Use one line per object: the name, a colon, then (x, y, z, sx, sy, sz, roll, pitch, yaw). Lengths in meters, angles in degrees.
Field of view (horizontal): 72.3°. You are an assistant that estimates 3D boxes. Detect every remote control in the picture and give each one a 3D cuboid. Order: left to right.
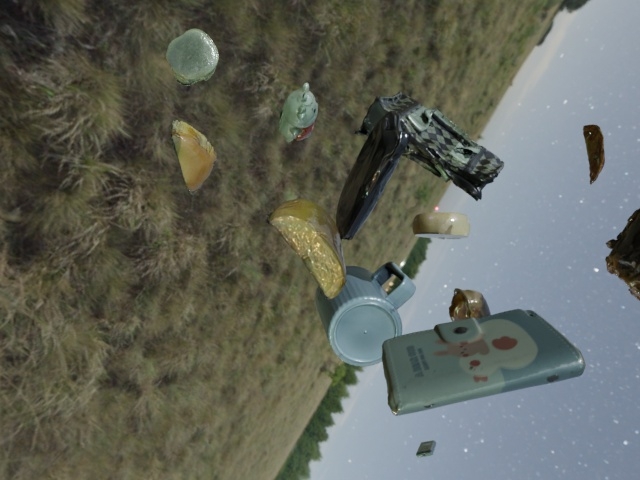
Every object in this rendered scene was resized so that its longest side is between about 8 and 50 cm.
remote control: (0.324, 0.635, 1.339, 0.053, 0.017, 0.124, -19, 165, 15)

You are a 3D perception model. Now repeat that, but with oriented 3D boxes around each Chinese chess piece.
Chinese chess piece: (0.534, -0.063, 1.942, 0.251, 0.251, 0.097, 29, 63, -80)

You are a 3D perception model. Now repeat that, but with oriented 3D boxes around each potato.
potato: (0.000, 0.000, 0.999, 0.098, 0.243, 0.138, -31, -169, 28)

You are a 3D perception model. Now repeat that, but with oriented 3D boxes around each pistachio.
pistachio: (0.489, 0.236, 1.437, 0.130, 0.165, 0.210, -38, 141, 6)

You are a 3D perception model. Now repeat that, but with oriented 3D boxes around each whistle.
whistle: (-0.063, -0.332, 1.191, 0.101, 0.106, 0.253, -51, -176, -19)

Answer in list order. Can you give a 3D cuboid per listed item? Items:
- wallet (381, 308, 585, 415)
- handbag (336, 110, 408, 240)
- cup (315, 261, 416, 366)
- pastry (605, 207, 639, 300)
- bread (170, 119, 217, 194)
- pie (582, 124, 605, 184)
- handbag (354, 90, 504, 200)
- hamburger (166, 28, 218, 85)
wallet: (0.305, 0.242, 0.909, 0.252, 0.360, 0.083, -83, 158, -75)
handbag: (0.123, -0.160, 1.097, 0.191, 0.075, 0.332, -85, -161, -49)
cup: (0.159, 0.246, 1.512, 0.311, 0.331, 0.256, -113, -171, -75)
pastry: (0.899, 0.005, 1.029, 0.405, 0.337, 0.292, -39, -143, 37)
bread: (-0.435, -0.297, 1.555, 0.174, 0.133, 0.251, -117, -163, -54)
pie: (0.854, -0.274, 1.355, 0.088, 0.033, 0.191, 32, 53, -84)
handbag: (0.333, -0.275, 1.291, 0.180, 0.416, 0.317, -58, 172, 25)
hamburger: (-0.345, -0.495, 1.190, 0.140, 0.133, 0.062, -26, -177, 2)
